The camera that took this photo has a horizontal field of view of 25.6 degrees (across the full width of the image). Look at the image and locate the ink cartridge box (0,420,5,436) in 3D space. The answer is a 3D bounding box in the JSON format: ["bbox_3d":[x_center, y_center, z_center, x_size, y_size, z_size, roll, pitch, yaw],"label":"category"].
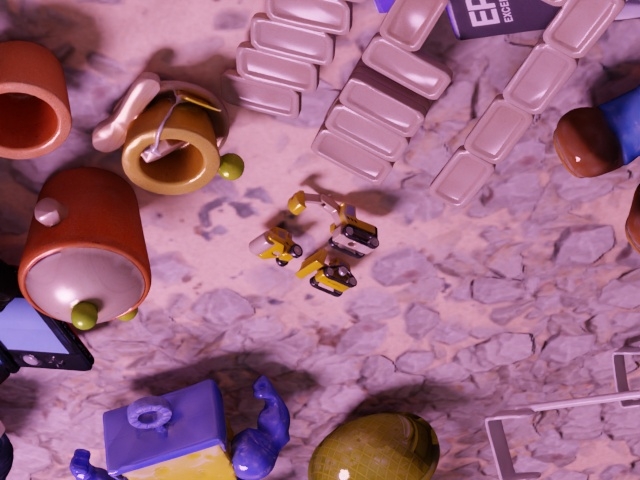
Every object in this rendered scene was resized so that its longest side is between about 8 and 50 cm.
[{"bbox_3d":[-0.379,0.069,0.984,0.201,0.117,0.278,9,138,32],"label":"ink cartridge box"}]

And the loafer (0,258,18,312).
[{"bbox_3d":[-0.309,0.014,1.036,0.170,0.062,0.061,34,111,-12],"label":"loafer"}]

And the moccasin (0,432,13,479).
[{"bbox_3d":[-0.428,0.164,1.185,0.342,0.138,0.117,1,155,-28],"label":"moccasin"}]

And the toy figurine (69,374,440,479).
[{"bbox_3d":[-0.088,0.210,1.237,0.362,0.191,0.217,-17,134,10],"label":"toy figurine"}]

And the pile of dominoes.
[{"bbox_3d":[0.057,-0.133,0.922,0.196,0.040,0.251,28,142,-5],"label":"pile of dominoes"}]

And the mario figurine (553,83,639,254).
[{"bbox_3d":[0.299,-0.110,0.919,0.198,0.170,0.320,25,132,-29],"label":"mario figurine"}]

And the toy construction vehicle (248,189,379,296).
[{"bbox_3d":[0.000,0.000,1.115,0.098,0.035,0.086,23,143,-26],"label":"toy construction vehicle"}]

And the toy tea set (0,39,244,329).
[{"bbox_3d":[-0.227,-0.042,0.959,0.336,0.124,0.200,17,135,-25],"label":"toy tea set"}]

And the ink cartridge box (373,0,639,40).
[{"bbox_3d":[0.107,-0.209,0.842,0.208,0.045,0.206,-5,141,18],"label":"ink cartridge box"}]

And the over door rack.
[{"bbox_3d":[0.299,0.069,1.102,0.324,0.108,0.239,-30,171,40],"label":"over door rack"}]

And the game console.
[{"bbox_3d":[-0.272,0.090,1.133,0.124,0.085,0.144,2,144,23],"label":"game console"}]
